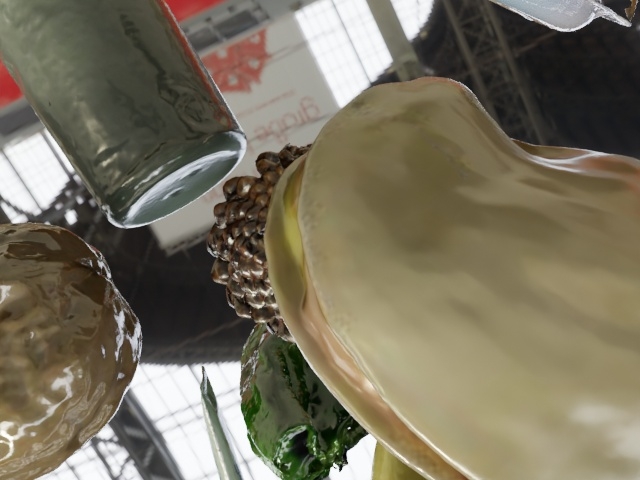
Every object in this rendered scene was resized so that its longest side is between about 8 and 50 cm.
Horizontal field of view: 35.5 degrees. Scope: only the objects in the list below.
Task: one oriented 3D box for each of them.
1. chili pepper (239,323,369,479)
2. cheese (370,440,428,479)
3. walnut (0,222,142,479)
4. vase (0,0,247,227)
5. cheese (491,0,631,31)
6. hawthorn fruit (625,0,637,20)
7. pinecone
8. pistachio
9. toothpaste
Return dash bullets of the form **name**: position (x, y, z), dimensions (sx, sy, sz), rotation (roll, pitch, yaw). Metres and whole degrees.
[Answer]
- **chili pepper**: position (-0.027, 0.208, 1.510), dimensions (0.213, 0.167, 0.385), rotation (-21, -156, 0)
- **cheese**: position (0.184, 0.313, 1.317), dimensions (0.259, 0.128, 0.316), rotation (24, -105, 21)
- **walnut**: position (-0.320, 0.114, 1.018), dimensions (0.273, 0.273, 0.227), rotation (-28, 178, -1)
- **vase**: position (-0.234, -0.173, 1.117), dimensions (0.245, 0.291, 0.245), rotation (-31, 172, -5)
- **cheese**: position (0.107, -0.199, 0.689), dimensions (0.052, 0.244, 0.135), rotation (-66, -160, 14)
- **hawthorn fruit**: position (0.369, -0.352, 1.103), dimensions (0.207, 0.207, 0.243), rotation (-1, -115, 46)
- **pinecone**: position (0.000, 0.000, 1.076), dimensions (0.221, 0.221, 0.221), rotation (-23, -156, 11)
- **pistachio**: position (0.165, 0.050, 0.818), dimensions (0.365, 0.445, 0.281), rotation (-42, 168, -39)
- **toothpaste**: position (-0.148, 0.312, 1.513), dimensions (0.037, 0.255, 0.067), rotation (-12, -159, 3)
